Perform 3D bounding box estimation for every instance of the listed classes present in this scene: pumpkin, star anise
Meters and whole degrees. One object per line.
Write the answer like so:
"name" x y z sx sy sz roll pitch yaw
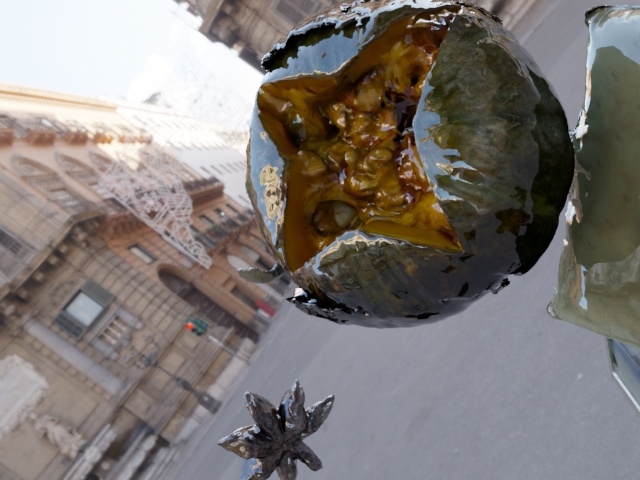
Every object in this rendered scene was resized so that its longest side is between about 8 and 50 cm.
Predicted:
"pumpkin" 0.071 -0.073 0.528 0.192 0.320 0.320 2 -48 -53
"star anise" -0.078 0.341 0.960 0.073 0.197 0.212 -145 63 -69

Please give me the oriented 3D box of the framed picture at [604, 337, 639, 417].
"framed picture" 0.418 0.142 0.730 0.024 0.231 0.315 -12 9 15

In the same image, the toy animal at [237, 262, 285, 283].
"toy animal" 0.000 0.000 0.756 0.214 0.186 0.093 -61 -3 24

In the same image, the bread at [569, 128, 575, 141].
"bread" 0.527 -0.144 1.048 0.165 0.417 0.113 -49 -31 -60

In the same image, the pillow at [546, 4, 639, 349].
"pillow" 0.281 -0.046 0.454 0.185 0.075 0.302 26 121 54
